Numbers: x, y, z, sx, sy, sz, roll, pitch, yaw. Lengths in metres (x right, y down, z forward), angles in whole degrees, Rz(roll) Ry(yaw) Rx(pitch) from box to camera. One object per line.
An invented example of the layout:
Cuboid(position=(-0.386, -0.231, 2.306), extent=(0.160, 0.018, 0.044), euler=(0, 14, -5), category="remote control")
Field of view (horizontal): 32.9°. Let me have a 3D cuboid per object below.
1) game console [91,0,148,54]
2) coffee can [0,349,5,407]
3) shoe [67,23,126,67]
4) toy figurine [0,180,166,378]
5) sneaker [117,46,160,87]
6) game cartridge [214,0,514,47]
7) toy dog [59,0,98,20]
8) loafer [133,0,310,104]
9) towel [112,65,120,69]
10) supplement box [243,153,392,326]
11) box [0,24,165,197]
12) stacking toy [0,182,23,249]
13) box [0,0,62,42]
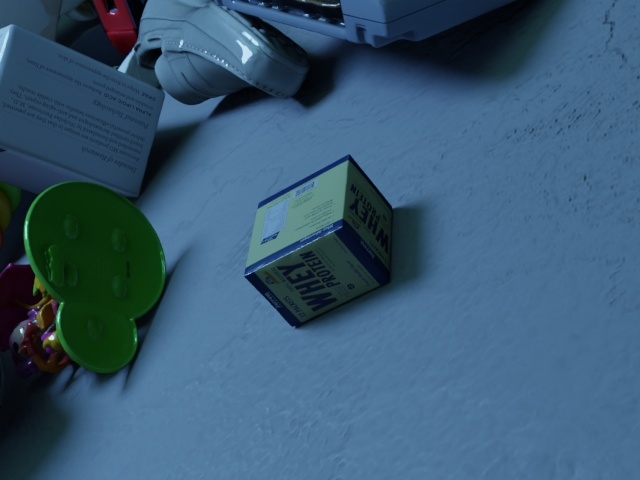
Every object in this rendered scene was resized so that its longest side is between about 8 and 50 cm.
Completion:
Cuboid(position=(-0.244, -0.460, 1.361), extent=(0.060, 0.386, 0.342), euler=(-3, 40, 16), category="game console")
Cuboid(position=(-0.409, 0.072, 0.930), extent=(0.201, 0.201, 0.275), euler=(-45, 39, -7), category="coffee can")
Cuboid(position=(-0.333, -0.252, 1.497), extent=(0.178, 0.063, 0.081), euler=(-38, 34, 15), category="shoe")
Cuboid(position=(-0.227, 0.061, 0.923), extent=(0.159, 0.130, 0.173), euler=(-36, 51, 39), category="toy figurine")
Cuboid(position=(-0.247, -0.177, 1.295), extent=(0.085, 0.058, 0.152), euler=(-4, 52, 37), category="sneaker")
Cuboid(position=(0.045, -0.238, 0.935), extent=(0.198, 0.062, 0.297), euler=(-30, 32, -23), category="game cartridge")
Cuboid(position=(-0.418, -0.421, 1.650), extent=(0.408, 0.284, 0.395), euler=(-31, 33, 29), category="toy dog")
Cuboid(position=(-0.109, -0.185, 1.103), extent=(0.111, 0.112, 0.319), euler=(-61, 31, 5), category="loafer")
Cuboid(position=(-0.311, -0.158, 1.380), extent=(0.110, 0.027, 0.148), euler=(-12, 42, 43), category="towel")
Cuboid(position=(0.000, 0.000, 0.748), extent=(0.083, 0.056, 0.083), euler=(-27, 32, 25), category="supplement box")
Cuboid(position=(-0.291, -0.122, 1.116), extent=(0.181, 0.182, 0.119), euler=(0, 73, 50), category="box")
Cuboid(position=(-0.397, -0.053, 1.218), extent=(0.141, 0.141, 0.330), euler=(-26, 42, 26), category="stacking toy")
Cuboid(position=(-0.409, -0.278, 1.377), extent=(0.148, 0.121, 0.311), euler=(56, 135, 49), category="box")
